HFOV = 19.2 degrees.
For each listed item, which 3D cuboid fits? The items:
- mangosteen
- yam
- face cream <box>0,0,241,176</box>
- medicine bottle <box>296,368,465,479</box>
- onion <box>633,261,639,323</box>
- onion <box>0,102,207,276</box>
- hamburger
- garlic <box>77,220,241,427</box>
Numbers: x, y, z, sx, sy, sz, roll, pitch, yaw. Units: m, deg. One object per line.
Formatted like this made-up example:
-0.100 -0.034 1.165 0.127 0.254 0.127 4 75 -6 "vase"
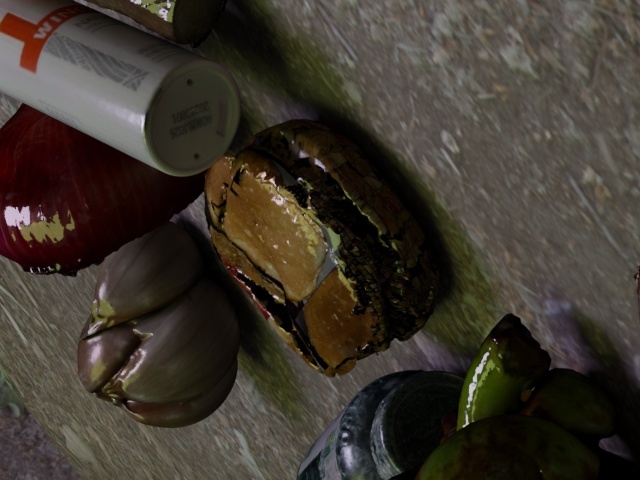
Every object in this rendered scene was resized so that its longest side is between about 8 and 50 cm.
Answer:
0.131 0.248 1.376 0.359 0.306 0.306 68 159 -6 "mangosteen"
-0.142 -0.211 1.510 0.127 0.084 0.084 23 149 21 "yam"
-0.206 -0.149 1.592 0.345 0.102 0.102 27 147 44 "face cream"
0.069 0.195 1.644 0.141 0.141 0.293 51 160 8 "medicine bottle"
0.258 0.019 0.955 0.195 0.159 0.159 -1 129 30 "onion"
-0.208 -0.064 1.705 0.161 0.248 0.248 48 164 -22 "onion"
0.000 0.000 1.540 0.231 0.107 0.231 46 155 28 "hamburger"
-0.160 0.094 1.987 0.160 0.191 0.214 25 142 8 "garlic"
